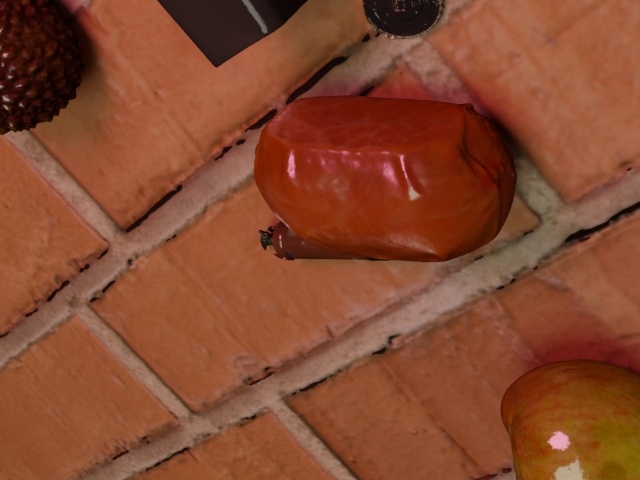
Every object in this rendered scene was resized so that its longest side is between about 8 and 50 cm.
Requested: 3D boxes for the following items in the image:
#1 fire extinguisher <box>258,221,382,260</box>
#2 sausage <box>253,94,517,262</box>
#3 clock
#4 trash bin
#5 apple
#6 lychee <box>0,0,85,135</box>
[{"bbox_3d":[0.000,0.000,1.161,0.177,0.050,0.062,0,161,30],"label":"fire extinguisher"},{"bbox_3d":[0.059,-0.065,1.009,0.268,0.153,0.141,6,131,26],"label":"sausage"},{"bbox_3d":[0.079,-0.229,0.976,0.083,0.010,0.074,3,123,27],"label":"clock"},{"bbox_3d":[-0.108,-0.295,0.931,0.115,0.165,0.225,-23,112,37],"label":"trash bin"},{"bbox_3d":[0.287,0.219,1.067,0.196,0.196,0.196,14,128,19],"label":"apple"},{"bbox_3d":[-0.365,-0.203,1.127,0.188,0.188,0.188,14,128,19],"label":"lychee"}]
